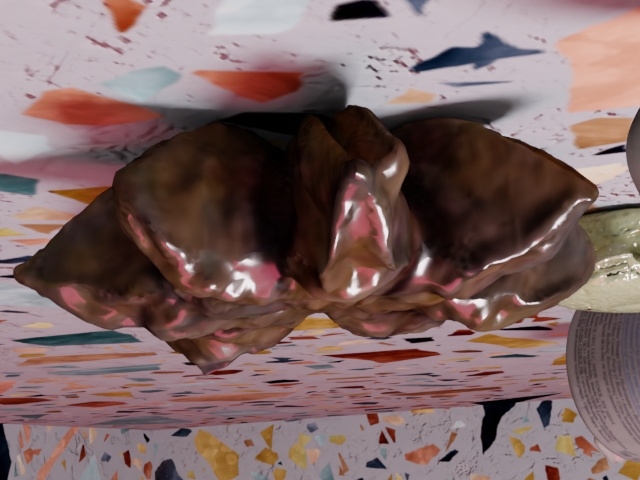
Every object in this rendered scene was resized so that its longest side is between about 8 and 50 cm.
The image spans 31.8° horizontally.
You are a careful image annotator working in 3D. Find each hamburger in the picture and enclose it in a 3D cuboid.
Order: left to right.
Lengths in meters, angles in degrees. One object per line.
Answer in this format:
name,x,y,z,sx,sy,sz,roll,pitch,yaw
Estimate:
hamburger,0.230,0.016,0.820,0.140,0.062,0.133,4,165,-18

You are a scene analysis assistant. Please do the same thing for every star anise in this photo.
star anise,-0.003,0.006,0.611,0.315,0.108,0.315,-8,162,-3

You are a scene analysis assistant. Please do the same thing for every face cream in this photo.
face cream,0.325,0.104,0.978,0.177,0.177,0.153,5,168,-31

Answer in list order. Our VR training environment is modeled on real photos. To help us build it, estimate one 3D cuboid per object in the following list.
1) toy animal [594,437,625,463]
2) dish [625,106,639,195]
toy animal,0.463,0.159,1.345,0.325,0.154,0.208,-24,145,0
dish,0.143,-0.079,0.368,0.141,0.078,0.141,-39,180,0
